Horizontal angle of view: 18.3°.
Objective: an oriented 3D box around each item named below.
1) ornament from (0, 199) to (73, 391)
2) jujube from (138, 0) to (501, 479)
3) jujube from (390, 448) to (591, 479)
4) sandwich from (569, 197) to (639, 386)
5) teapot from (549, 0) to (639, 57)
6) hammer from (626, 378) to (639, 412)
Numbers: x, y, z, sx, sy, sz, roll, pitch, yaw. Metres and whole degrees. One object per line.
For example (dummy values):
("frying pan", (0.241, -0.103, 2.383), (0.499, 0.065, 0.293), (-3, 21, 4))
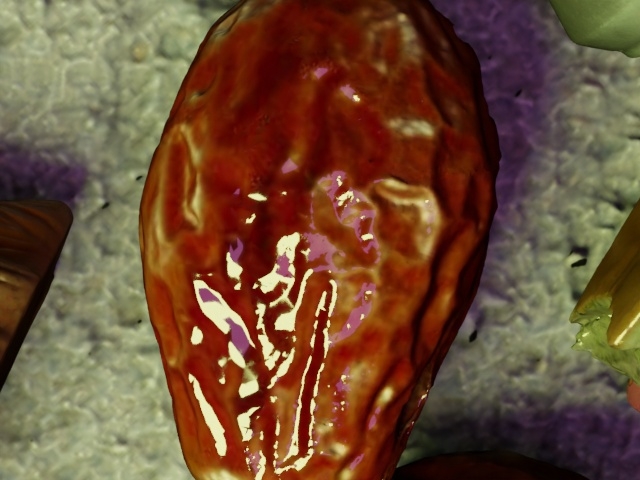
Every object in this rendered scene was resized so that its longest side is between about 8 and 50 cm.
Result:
("ornament", (-0.277, 0.048, 1.068), (0.217, 0.221, 0.235), (24, 92, -5))
("jujube", (0.000, 0.000, 1.080), (0.197, 0.197, 0.290), (9, 90, -6))
("jujube", (0.124, 0.304, 1.133), (0.276, 0.276, 0.377), (-19, 111, 0))
("sandwich", (0.260, 0.021, 1.060), (0.155, 0.227, 0.198), (35, 74, -8))
("teapot", (0.132, -0.218, 1.071), (0.225, 0.171, 0.203), (46, 126, -5))
("hammer", (0.212, 0.066, 1.190), (0.043, 0.043, 0.083), (15, 100, -7))
